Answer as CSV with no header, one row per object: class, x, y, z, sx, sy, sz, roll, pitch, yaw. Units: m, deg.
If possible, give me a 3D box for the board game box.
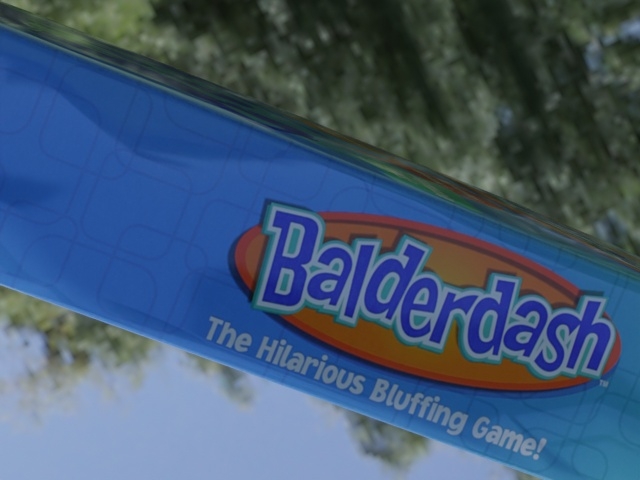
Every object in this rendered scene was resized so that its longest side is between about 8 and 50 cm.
board game box,0.000,0.000,0.425,0.047,0.210,0.160,-67,-164,4
